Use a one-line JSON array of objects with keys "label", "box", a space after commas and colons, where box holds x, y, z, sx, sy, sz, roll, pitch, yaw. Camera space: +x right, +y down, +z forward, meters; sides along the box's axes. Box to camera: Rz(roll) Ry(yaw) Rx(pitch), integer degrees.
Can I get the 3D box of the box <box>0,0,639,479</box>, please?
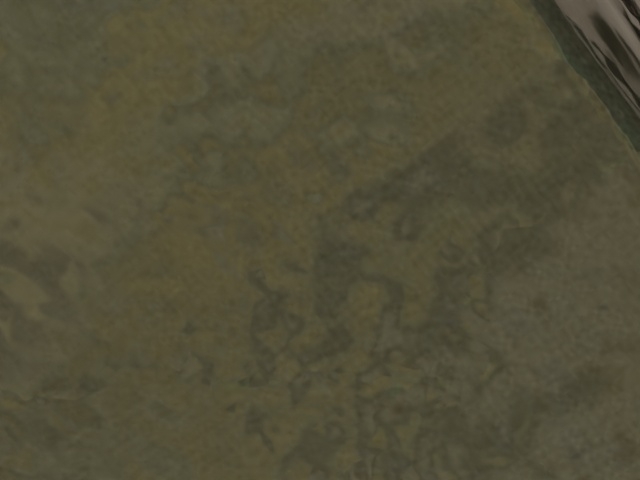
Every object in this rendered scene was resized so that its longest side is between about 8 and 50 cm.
[{"label": "box", "box": [0.000, 0.000, 0.578, 0.251, 0.204, 0.345, -35, 96, 20]}]
